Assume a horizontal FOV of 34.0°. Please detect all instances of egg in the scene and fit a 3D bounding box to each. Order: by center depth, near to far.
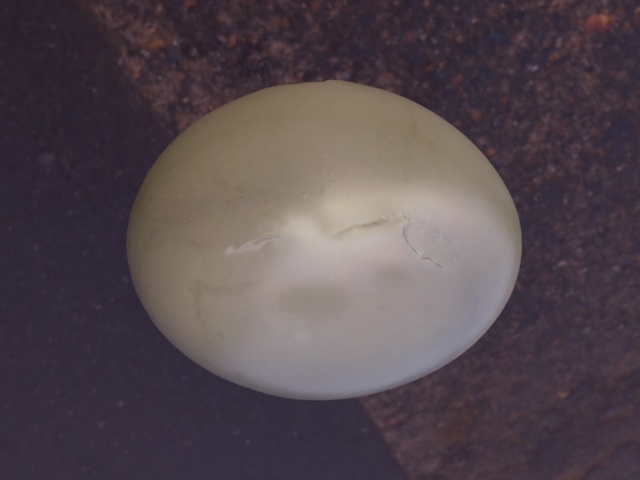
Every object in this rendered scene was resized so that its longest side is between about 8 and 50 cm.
[{"bbox_3d":[0.000,0.000,0.717,0.269,0.219,0.219,-7,152,7],"label":"egg"}]
